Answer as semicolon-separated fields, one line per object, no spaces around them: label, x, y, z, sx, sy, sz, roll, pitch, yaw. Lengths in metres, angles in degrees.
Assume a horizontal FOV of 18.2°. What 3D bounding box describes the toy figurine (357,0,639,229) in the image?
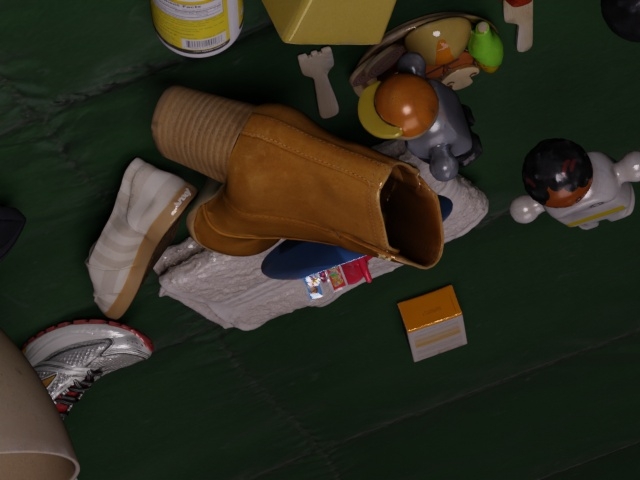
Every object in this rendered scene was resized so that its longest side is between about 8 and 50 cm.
toy figurine;0.155;-0.123;1.419;0.209;0.213;0.148;-62;155;3

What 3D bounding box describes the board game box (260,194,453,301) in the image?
board game box;0.035;0.009;1.666;0.169;0.033;0.133;-20;-165;-1

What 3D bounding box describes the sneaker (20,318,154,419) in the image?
sneaker;-0.254;0.144;1.871;0.225;0.092;0.088;-26;156;13

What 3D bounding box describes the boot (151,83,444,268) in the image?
boot;-0.001;-0.020;1.552;0.104;0.211;0.295;-63;160;-11

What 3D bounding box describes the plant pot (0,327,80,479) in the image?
plant pot;-0.358;0.133;1.630;0.284;0.191;0.284;-16;163;-5

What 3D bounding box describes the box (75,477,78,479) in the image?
box;-0.393;0.298;1.880;0.143;0.191;0.381;-35;165;36

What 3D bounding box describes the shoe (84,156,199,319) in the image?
shoe;-0.159;-0.003;1.681;0.076;0.058;0.219;-58;-178;-34

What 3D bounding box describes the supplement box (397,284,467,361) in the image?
supplement box;0.118;0.087;2.100;0.062;0.036;0.098;-19;156;-1

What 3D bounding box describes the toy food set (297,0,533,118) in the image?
toy food set;0.085;-0.138;1.583;0.192;0.038;0.132;-19;157;0

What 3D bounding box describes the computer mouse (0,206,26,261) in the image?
computer mouse;-0.361;0.020;1.532;0.184;0.060;0.262;-15;171;34

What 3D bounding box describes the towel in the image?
towel;0.000;0.000;1.808;0.282;0.049;0.187;-26;156;15

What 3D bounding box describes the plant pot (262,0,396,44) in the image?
plant pot;0.010;-0.192;1.366;0.081;0.081;0.083;-3;141;-33

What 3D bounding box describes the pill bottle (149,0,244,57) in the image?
pill bottle;-0.085;-0.177;1.337;0.065;0.065;0.116;-16;156;-8
